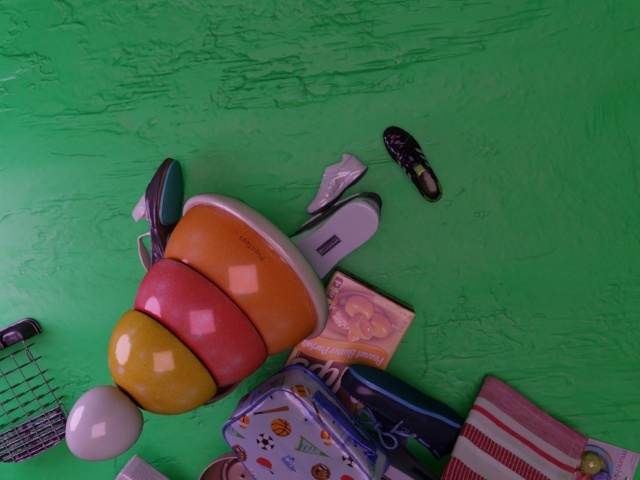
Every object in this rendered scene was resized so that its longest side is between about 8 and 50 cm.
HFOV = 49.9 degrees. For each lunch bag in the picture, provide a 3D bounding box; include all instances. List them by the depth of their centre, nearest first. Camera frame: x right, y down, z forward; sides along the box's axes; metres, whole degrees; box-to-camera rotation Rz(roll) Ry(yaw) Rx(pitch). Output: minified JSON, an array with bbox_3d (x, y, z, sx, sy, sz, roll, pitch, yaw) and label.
[{"bbox_3d":[-0.021,0.395,1.311,0.303,0.115,0.243,47,118,-4],"label":"lunch bag"}]

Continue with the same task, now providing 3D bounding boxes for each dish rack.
[{"bbox_3d":[-0.649,0.326,1.455,0.208,0.074,0.271,-25,95,6],"label":"dish rack"}]

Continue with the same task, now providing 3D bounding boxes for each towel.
[{"bbox_3d":[0.366,0.438,1.309,0.237,0.329,0.037,32,139,8],"label":"towel"}]

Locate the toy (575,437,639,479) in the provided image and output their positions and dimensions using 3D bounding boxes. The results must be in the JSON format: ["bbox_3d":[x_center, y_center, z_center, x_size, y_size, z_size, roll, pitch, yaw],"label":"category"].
[{"bbox_3d":[0.535,0.477,1.418,0.237,0.056,0.136,18,97,1],"label":"toy"}]

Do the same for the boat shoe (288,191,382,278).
[{"bbox_3d":[0.000,0.000,1.380,0.301,0.102,0.108,-38,100,27],"label":"boat shoe"}]

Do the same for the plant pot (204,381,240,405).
[{"bbox_3d":[-0.272,0.224,1.382,0.237,0.237,0.110,48,137,-2],"label":"plant pot"}]

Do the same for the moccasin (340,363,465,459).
[{"bbox_3d":[0.163,0.353,1.333,0.342,0.137,0.116,33,98,-27],"label":"moccasin"}]

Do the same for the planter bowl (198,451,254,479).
[{"bbox_3d":[-0.168,0.507,1.427,0.162,0.109,0.162,0,95,3],"label":"planter bowl"}]

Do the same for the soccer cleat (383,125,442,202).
[{"bbox_3d":[0.188,-0.154,1.367,0.060,0.072,0.178,-35,93,5],"label":"soccer cleat"}]

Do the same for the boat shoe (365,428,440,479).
[{"bbox_3d":[0.166,0.490,1.362,0.306,0.113,0.104,28,104,31],"label":"boat shoe"}]

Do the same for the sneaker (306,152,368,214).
[{"bbox_3d":[0.024,-0.113,1.394,0.152,0.054,0.061,-44,83,0],"label":"sneaker"}]

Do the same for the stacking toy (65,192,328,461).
[{"bbox_3d":[-0.252,0.176,1.199,0.350,0.350,0.480,47,64,-2],"label":"stacking toy"}]

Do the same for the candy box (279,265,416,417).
[{"bbox_3d":[0.038,0.234,1.403,0.183,0.087,0.316,28,96,0],"label":"candy box"}]

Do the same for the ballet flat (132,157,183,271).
[{"bbox_3d":[-0.331,-0.027,1.397,0.096,0.095,0.280,0,95,15],"label":"ballet flat"}]

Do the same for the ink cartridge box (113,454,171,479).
[{"bbox_3d":[-0.345,0.629,1.470,0.296,0.066,0.261,38,121,-1],"label":"ink cartridge box"}]
